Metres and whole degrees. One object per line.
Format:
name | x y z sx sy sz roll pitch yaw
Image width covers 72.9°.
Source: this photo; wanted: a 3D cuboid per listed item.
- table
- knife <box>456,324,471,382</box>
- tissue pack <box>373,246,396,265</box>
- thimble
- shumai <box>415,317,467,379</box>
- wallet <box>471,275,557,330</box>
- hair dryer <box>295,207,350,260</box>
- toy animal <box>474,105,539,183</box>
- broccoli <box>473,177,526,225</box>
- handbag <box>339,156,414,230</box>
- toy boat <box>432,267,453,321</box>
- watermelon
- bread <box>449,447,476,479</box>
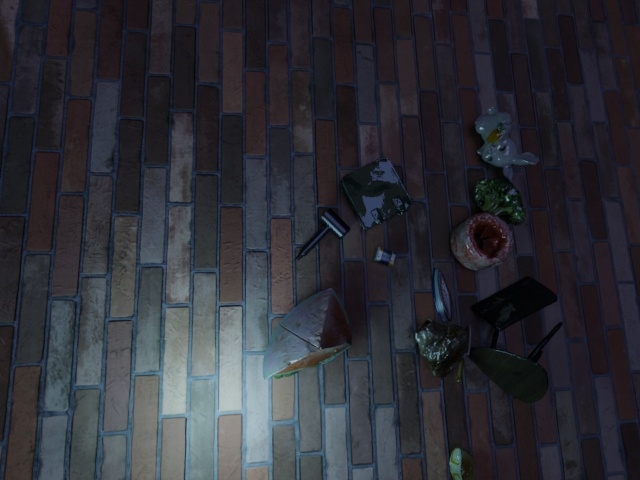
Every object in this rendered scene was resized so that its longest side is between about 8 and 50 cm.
table | 0.801 0.436 1.758 0.317 0.317 0.249 44 62 1
knife | 0.588 0.458 1.761 0.022 0.046 0.256 33 54 -12
tissue pack | 0.270 0.068 1.814 0.083 0.042 0.062 19 79 -6
thimble | 0.683 0.007 1.842 0.239 0.162 0.239 3 76 -12
shumai | 0.479 0.409 1.752 0.183 0.218 0.185 -26 46 -18
wallet | 0.816 0.259 1.825 0.321 0.170 0.044 -22 128 -15
hair dryer | 0.000 0.000 1.777 0.128 0.070 0.255 42 82 -1
toy animal | 0.809 -0.428 1.929 0.154 0.208 0.325 -18 68 -53
broccoli | 0.772 -0.167 1.873 0.226 0.198 0.176 26 62 -11
handbag | 0.236 -0.198 1.842 0.247 0.079 0.260 -28 86 -14
toy boat | 0.517 0.227 1.828 0.080 0.046 0.229 -8 83 -9
watermelon | -0.027 0.393 1.630 0.292 0.319 0.222 -30 120 22
bread | 0.560 0.881 1.685 0.094 0.083 0.157 -16 84 -15
